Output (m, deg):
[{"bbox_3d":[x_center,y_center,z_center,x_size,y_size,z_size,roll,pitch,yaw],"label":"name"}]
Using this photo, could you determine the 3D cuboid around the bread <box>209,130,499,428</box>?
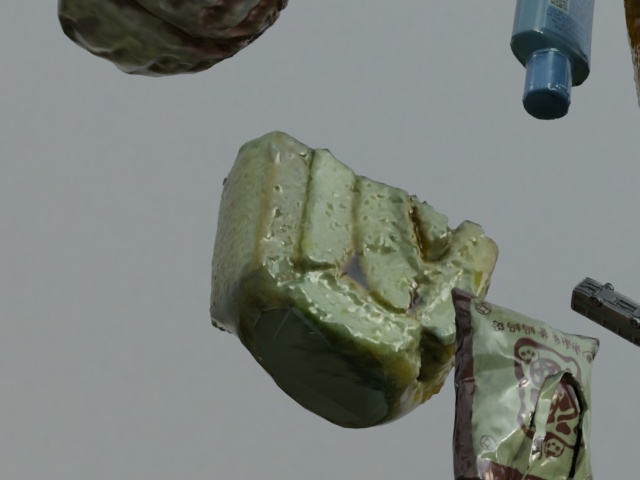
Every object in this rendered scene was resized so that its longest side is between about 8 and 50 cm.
[{"bbox_3d":[0.004,0.065,2.241,0.395,0.264,0.239,28,-35,4],"label":"bread"}]

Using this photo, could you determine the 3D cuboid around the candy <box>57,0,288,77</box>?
[{"bbox_3d":[-0.143,-0.263,1.694,0.214,0.157,0.289,14,-25,-27],"label":"candy"}]

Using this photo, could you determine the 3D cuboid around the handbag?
[{"bbox_3d":[0.233,0.184,1.934,0.213,0.235,0.127,22,-35,-31],"label":"handbag"}]

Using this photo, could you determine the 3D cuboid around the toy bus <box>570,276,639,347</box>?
[{"bbox_3d":[0.383,0.095,2.217,0.131,0.037,0.052,30,-42,27],"label":"toy bus"}]

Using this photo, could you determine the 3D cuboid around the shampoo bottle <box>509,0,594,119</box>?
[{"bbox_3d":[0.260,-0.243,1.925,0.104,0.258,0.061,32,-43,-25],"label":"shampoo bottle"}]

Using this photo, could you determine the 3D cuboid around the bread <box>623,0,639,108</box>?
[{"bbox_3d":[0.440,-0.294,1.819,0.250,0.394,0.361,16,22,37],"label":"bread"}]
